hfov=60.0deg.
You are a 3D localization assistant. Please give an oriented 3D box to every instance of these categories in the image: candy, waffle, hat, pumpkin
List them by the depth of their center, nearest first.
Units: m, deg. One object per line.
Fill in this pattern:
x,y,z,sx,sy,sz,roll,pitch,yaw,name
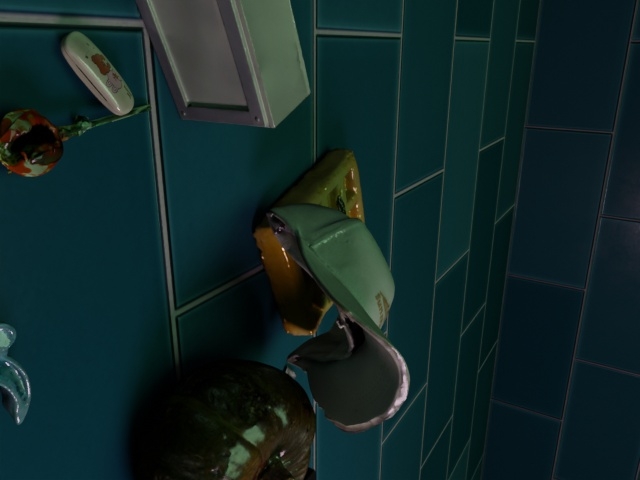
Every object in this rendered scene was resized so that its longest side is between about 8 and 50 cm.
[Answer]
-0.218,-0.106,0.514,0.184,0.049,0.055,-46,145,-57,candy
-0.102,0.277,0.694,0.260,0.190,0.260,-25,119,-55,pumpkin
0.048,0.090,0.736,0.168,0.301,0.257,-16,120,-18,hat
0.000,0.000,0.911,0.248,0.055,0.221,-51,141,-40,waffle

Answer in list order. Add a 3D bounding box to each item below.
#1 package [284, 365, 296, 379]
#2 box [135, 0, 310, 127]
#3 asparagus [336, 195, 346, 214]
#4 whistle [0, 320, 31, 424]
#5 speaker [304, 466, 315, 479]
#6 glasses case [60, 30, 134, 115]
-0.069,0.266,0.926,0.037,0.015,0.110,54,52,-46,package
-0.106,-0.235,0.561,0.086,0.130,0.225,-52,142,-38,box
0.044,-0.006,0.917,0.013,0.016,0.166,-21,130,-9,asparagus
-0.296,0.111,0.397,0.186,0.093,0.273,-24,123,-56,whistle
-0.082,0.485,0.953,0.218,0.044,0.082,-32,127,-53,speaker
-0.205,-0.153,0.514,0.083,0.021,0.032,55,31,-36,glasses case
